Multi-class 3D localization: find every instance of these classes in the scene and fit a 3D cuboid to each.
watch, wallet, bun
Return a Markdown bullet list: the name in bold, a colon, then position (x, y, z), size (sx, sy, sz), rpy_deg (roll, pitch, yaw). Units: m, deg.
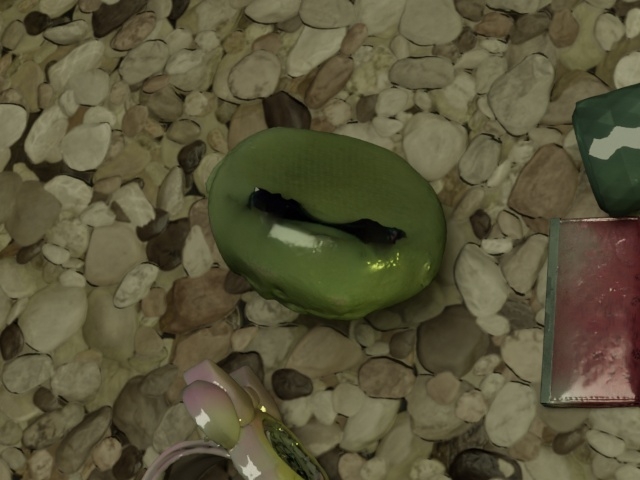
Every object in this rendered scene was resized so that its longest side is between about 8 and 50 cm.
- **watch**: position (-0.121, 0.295, 1.874), size (0.217, 0.211, 0.248), rpy_deg (-43, 67, 10)
- **wallet**: position (0.320, 0.080, 1.874), size (0.119, 0.025, 0.232), rpy_deg (-2, 67, 22)
- **bun**: position (0.000, 0.000, 1.941), size (0.293, 0.293, 0.187), rpy_deg (40, 128, 30)

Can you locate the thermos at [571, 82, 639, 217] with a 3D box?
- **thermos**: position (0.446, -0.116, 1.849), size (0.287, 0.145, 0.182), rpy_deg (-16, 95, 14)
